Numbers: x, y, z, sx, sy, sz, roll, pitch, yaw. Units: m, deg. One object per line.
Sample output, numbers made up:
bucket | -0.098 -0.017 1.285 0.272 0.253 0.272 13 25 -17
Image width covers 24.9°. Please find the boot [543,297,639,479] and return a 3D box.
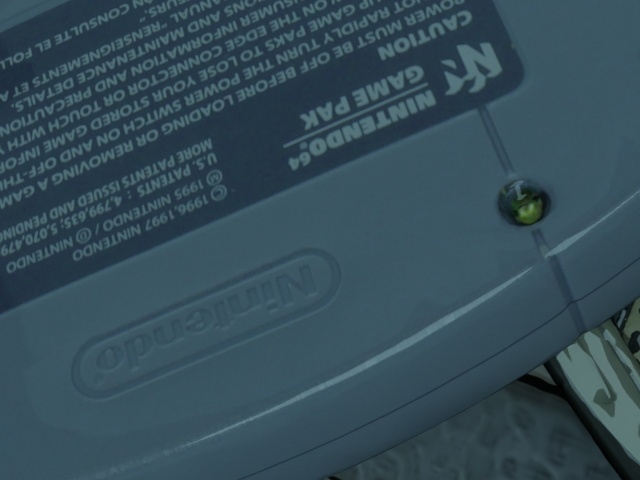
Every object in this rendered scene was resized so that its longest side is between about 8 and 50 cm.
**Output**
boot | 0.189 0.052 0.443 0.178 0.085 0.236 -38 92 5

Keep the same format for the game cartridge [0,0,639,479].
game cartridge | -0.039 -0.020 0.422 0.294 0.060 0.196 -23 53 8
